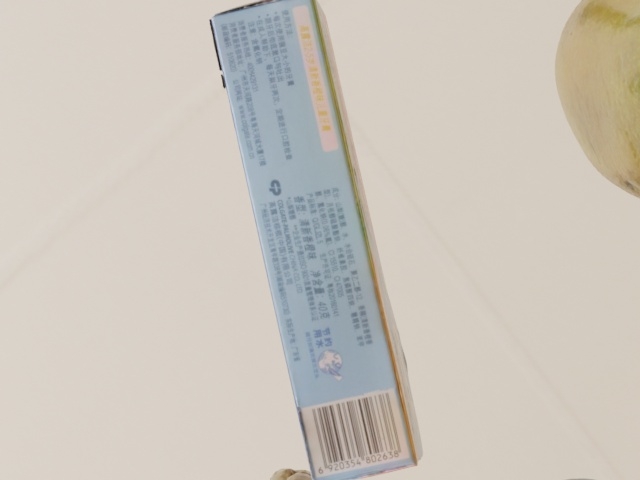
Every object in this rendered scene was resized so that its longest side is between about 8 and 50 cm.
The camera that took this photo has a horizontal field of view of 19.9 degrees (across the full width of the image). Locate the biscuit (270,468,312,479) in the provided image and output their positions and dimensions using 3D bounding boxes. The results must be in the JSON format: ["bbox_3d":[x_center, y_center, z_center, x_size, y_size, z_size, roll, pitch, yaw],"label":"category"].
[{"bbox_3d":[0.045,0.263,1.559,0.226,0.226,0.042,39,-91,-22],"label":"biscuit"}]

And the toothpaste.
[{"bbox_3d":[0.000,0.000,0.749,0.044,0.070,0.193,-13,-94,5],"label":"toothpaste"}]

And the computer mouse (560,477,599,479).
[{"bbox_3d":[0.179,0.257,1.248,0.128,0.231,0.079,-19,-55,16],"label":"computer mouse"}]

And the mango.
[{"bbox_3d":[0.194,-0.087,1.046,0.099,0.227,0.136,-17,-87,0],"label":"mango"}]
